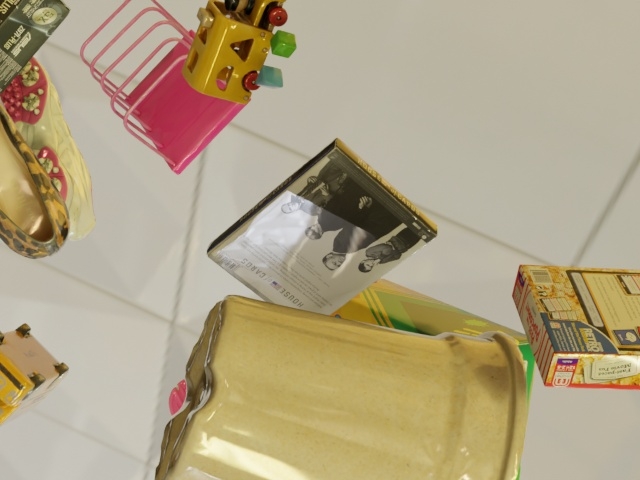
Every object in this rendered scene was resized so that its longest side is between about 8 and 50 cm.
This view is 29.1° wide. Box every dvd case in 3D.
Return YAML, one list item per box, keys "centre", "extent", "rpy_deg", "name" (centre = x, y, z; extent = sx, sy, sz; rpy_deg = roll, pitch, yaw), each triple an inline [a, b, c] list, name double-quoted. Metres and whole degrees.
- centre: [0.000, 0.000, 1.547]
  extent: [0.239, 0.179, 0.029]
  rpy_deg: [-38, -155, 29]
  name: "dvd case"

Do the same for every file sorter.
- centre: [-0.310, -0.312, 2.352]
  extent: [0.202, 0.290, 0.182]
  rpy_deg: [-45, 134, 7]
  name: "file sorter"

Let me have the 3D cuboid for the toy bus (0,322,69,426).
- centre: [-0.492, 0.215, 1.945]
  extent: [0.130, 0.108, 0.333]
  rpy_deg: [-44, 180, -1]
  name: "toy bus"

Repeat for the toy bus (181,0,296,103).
- centre: [-0.122, -0.296, 1.727]
  extent: [0.191, 0.104, 0.202]
  rpy_deg: [-28, -123, 55]
  name: "toy bus"

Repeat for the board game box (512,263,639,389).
- centre: [0.302, 0.085, 1.218]
  extent: [0.146, 0.194, 0.045]
  rpy_deg: [-98, -167, -55]
  name: "board game box"

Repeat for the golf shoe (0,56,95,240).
- centre: [-0.402, -0.128, 1.781]
  extent: [0.140, 0.115, 0.306]
  rpy_deg: [44, 26, -58]
  name: "golf shoe"

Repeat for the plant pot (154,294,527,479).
- centre: [0.003, 0.207, 1.289]
  extent: [0.334, 0.306, 0.333]
  rpy_deg: [-160, -90, -81]
  name: "plant pot"

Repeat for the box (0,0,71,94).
- centre: [-0.434, -0.274, 1.559]
  extent: [0.180, 0.147, 0.077]
  rpy_deg: [-52, 151, -5]
  name: "box"

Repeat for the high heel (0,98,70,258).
- centre: [-0.316, -0.102, 1.112]
  extent: [0.093, 0.261, 0.186]
  rpy_deg: [-37, -148, -13]
  name: "high heel"

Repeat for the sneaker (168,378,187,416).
- centre: [-0.123, 0.213, 1.863]
  extent: [0.252, 0.103, 0.111]
  rpy_deg: [-23, 170, -23]
  name: "sneaker"

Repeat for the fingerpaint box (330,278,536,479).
- centre: [0.122, 0.318, 1.893]
  extent: [0.163, 0.371, 0.444]
  rpy_deg: [-2, 104, -36]
  name: "fingerpaint box"
